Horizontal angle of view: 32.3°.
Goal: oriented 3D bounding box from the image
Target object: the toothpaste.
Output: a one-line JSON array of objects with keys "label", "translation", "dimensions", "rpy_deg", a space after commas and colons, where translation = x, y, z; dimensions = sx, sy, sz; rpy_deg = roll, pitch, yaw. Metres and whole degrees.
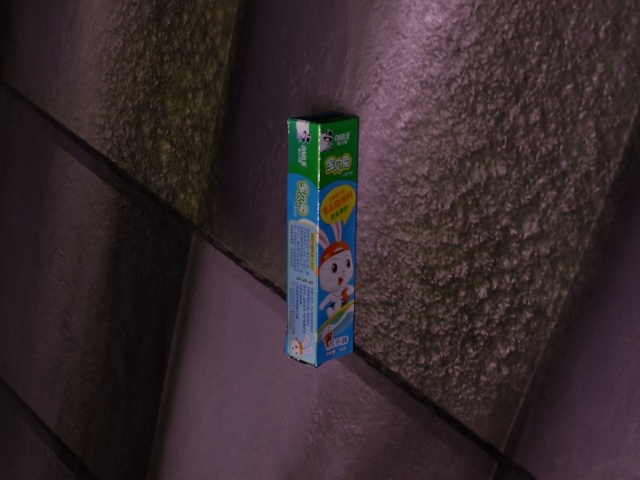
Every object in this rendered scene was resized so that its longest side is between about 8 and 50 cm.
[{"label": "toothpaste", "translation": [0.000, 0.000, 1.179], "dimensions": [0.050, 0.065, 0.266], "rpy_deg": [16, 112, 43]}]
